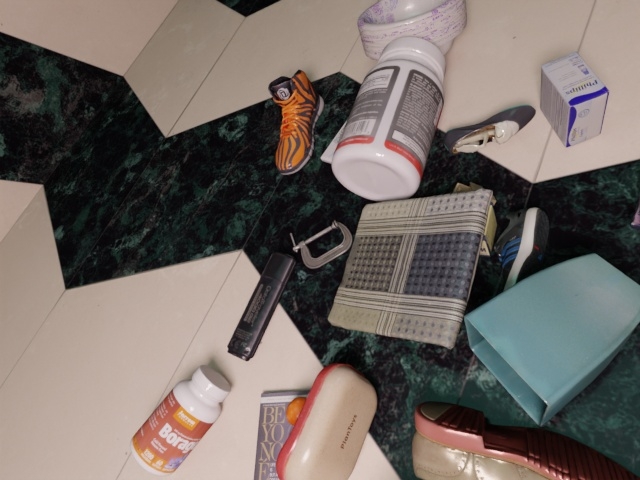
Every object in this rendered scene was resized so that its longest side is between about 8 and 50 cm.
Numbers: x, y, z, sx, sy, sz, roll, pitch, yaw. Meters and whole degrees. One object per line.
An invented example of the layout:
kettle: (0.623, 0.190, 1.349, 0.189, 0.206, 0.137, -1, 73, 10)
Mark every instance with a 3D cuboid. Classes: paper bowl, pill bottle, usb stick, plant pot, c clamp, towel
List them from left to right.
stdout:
pill bottle: (-0.302, 0.391, 0.918, 0.121, 0.121, 0.216, 35, 83, 38)
usb stick: (-0.141, 0.155, 1.018, 0.077, 0.045, 0.278, 15, 70, 27)
c clamp: (0.000, 0.000, 1.045, 0.160, 0.022, 0.137, -26, 53, 14)
pill bottle: (0.178, -0.293, 1.001, 0.210, 0.210, 0.363, 8, 67, 32)
towel: (0.173, 0.050, 0.853, 0.324, 0.056, 0.312, -1, 65, 51)
paper bowl: (0.255, -0.578, 1.139, 0.284, 0.148, 0.284, -15, 39, 12)
plant pot: (0.385, 0.144, 0.667, 0.234, 0.166, 0.165, -35, 51, -2)

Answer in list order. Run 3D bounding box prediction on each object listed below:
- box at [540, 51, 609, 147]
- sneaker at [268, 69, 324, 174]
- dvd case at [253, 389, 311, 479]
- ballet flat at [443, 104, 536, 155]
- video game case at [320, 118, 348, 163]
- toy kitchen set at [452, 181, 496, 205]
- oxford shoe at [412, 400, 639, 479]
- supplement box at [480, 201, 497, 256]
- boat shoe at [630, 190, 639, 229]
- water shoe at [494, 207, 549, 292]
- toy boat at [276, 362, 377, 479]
box: (0.522, -0.292, 0.863, 0.072, 0.126, 0.137, -19, 55, 16)
sneaker: (-0.096, -0.360, 1.208, 0.124, 0.180, 0.321, -3, 61, 27)
dvd case: (-0.057, 0.419, 0.833, 0.164, 0.018, 0.221, -12, 57, 22)
ballet flat: (0.384, -0.242, 0.947, 0.203, 0.074, 0.074, -13, 57, 29)
video game case: (0.095, -0.270, 1.154, 0.143, 0.019, 0.157, 26, 77, 37)
toy kitchen set: (0.326, -0.083, 0.915, 0.083, 0.075, 0.068, 21, 29, 3)
oxford shoe: (0.310, 0.361, 0.627, 0.348, 0.123, 0.130, 11, 96, 30)
supplement box: (0.319, -0.024, 0.843, 0.056, 0.083, 0.083, 7, 67, 34)
boat shoe: (0.661, -0.136, 0.690, 0.158, 0.127, 0.341, 26, 78, 29)
water shoe: (0.379, 0.033, 0.801, 0.080, 0.073, 0.203, -3, 58, 58)
toy boat: (-0.007, 0.339, 0.773, 0.151, 0.151, 0.231, 1, 55, 47)
